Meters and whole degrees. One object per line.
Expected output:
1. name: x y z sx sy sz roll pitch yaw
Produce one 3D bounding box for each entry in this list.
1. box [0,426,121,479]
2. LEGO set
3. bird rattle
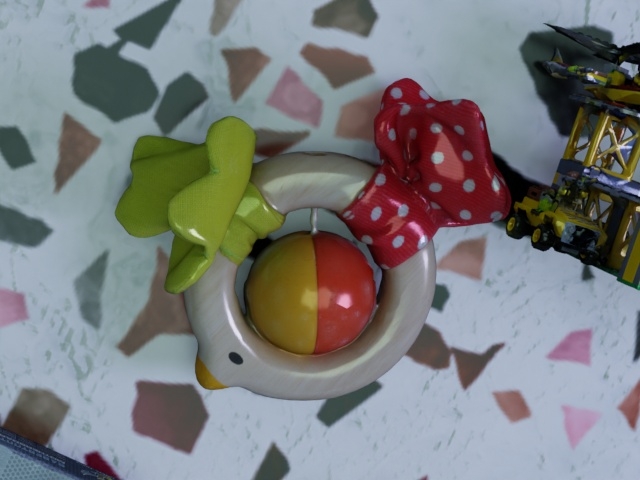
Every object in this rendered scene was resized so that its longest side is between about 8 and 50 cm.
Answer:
1. box: -0.250 0.201 1.082 0.233 0.059 0.183 27 91 -11
2. LEGO set: 0.297 -0.044 1.039 0.331 0.255 0.192 17 96 -13
3. bird rattle: 0.000 0.000 1.087 0.254 0.143 0.207 -4 109 -21
